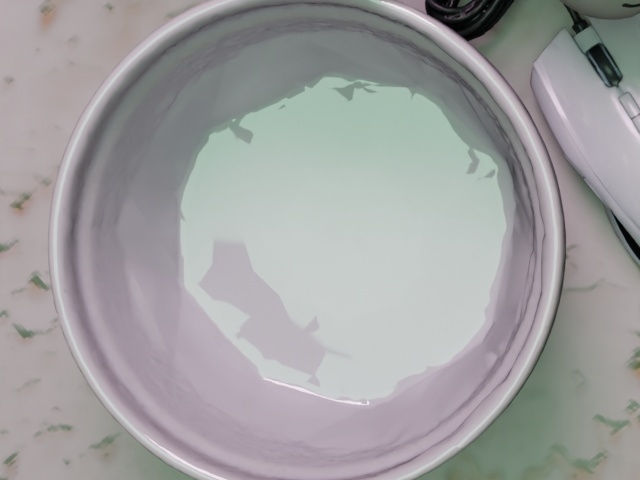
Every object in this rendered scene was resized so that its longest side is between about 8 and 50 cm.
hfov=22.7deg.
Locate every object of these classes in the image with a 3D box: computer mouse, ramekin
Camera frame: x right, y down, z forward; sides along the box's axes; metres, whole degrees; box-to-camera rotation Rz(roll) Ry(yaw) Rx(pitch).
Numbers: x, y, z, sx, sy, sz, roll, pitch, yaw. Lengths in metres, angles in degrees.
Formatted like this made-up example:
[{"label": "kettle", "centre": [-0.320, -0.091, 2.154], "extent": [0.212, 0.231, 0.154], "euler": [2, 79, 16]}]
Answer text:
[{"label": "computer mouse", "centre": [0.130, -0.064, 0.675], "extent": [0.106, 0.042, 0.193], "euler": [-34, 86, 10]}, {"label": "ramekin", "centre": [0.000, 0.000, 0.671], "extent": [0.207, 0.109, 0.207], "euler": [0, 92, 11]}]

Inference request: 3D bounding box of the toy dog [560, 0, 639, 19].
[{"label": "toy dog", "centre": [0.011, -0.206, 0.551], "extent": [0.334, 0.161, 0.220], "euler": [22, 114, -3]}]
